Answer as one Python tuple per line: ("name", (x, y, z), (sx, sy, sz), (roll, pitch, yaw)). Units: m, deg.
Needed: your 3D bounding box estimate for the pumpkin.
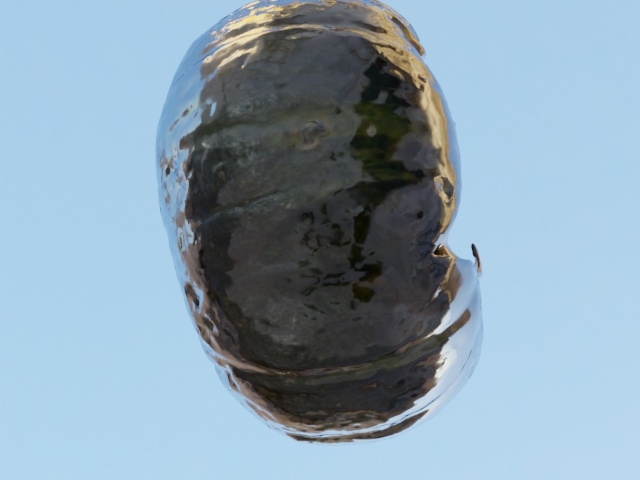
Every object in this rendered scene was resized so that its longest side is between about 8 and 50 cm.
("pumpkin", (0.000, 0.000, 0.719), (0.119, 0.107, 0.183), (-13, -79, 13))
